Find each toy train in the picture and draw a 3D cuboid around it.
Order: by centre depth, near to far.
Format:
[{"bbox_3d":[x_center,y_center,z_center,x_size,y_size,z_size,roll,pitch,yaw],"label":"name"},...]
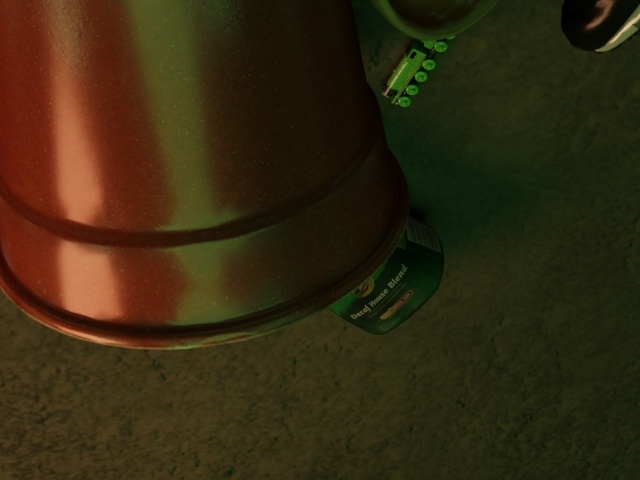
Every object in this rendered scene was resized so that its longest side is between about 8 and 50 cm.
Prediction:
[{"bbox_3d":[0.070,-0.130,1.091,0.023,0.017,0.083,22,128,-17],"label":"toy train"}]

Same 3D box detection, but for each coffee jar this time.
[{"bbox_3d":[0.000,0.000,1.165,0.184,0.079,0.096,26,125,-31],"label":"coffee jar"}]

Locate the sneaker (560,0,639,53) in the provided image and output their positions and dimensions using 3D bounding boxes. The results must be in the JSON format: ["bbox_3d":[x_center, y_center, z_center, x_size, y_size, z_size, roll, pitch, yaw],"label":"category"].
[{"bbox_3d":[0.195,-0.253,0.948,0.124,0.107,0.283,19,127,-8],"label":"sneaker"}]

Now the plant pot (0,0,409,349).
[{"bbox_3d":[-0.089,-0.122,0.905,0.272,0.272,0.265,-8,126,-3],"label":"plant pot"}]

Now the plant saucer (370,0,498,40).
[{"bbox_3d":[0.080,-0.221,0.916,0.200,0.037,0.200,-35,138,-38],"label":"plant saucer"}]
